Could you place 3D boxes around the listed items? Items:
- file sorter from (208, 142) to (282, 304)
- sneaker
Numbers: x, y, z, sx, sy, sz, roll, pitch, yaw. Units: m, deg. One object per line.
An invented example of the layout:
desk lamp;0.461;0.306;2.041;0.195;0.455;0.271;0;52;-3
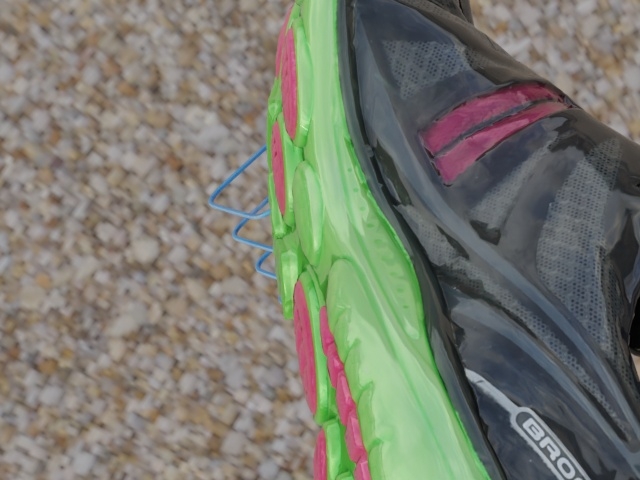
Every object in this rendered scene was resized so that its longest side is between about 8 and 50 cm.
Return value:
file sorter;0.000;0.000;1.509;0.104;0.170;0.118;-43;27;-18
sneaker;0.083;-0.010;0.908;0.202;0.185;0.483;-1;54;-11
